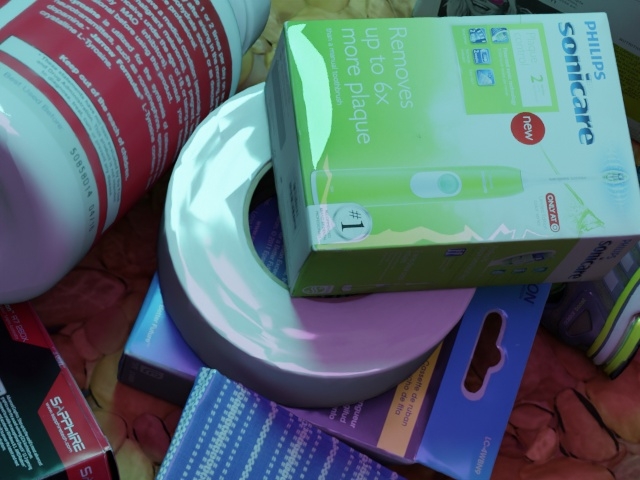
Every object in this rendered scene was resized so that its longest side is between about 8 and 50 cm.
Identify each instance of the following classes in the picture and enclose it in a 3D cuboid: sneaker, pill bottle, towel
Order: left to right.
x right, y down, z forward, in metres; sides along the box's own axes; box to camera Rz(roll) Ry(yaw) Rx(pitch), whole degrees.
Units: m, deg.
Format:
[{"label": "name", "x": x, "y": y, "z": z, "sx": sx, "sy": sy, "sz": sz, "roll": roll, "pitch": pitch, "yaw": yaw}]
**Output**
[{"label": "pill bottle", "x": -0.213, "y": -0.143, "z": 1.594, "sx": 0.229, "sy": 0.229, "sz": 0.407, "roll": 35, "pitch": 45, "yaw": 4}, {"label": "towel", "x": -0.021, "y": 0.286, "z": 1.556, "sx": 0.336, "sy": 0.040, "sz": 0.243, "roll": 34, "pitch": 67, "yaw": -28}, {"label": "sneaker", "x": 0.292, "y": -0.019, "z": 1.700, "sx": 0.121, "sy": 0.111, "sz": 0.300, "roll": 25, "pitch": 105, "yaw": 9}]

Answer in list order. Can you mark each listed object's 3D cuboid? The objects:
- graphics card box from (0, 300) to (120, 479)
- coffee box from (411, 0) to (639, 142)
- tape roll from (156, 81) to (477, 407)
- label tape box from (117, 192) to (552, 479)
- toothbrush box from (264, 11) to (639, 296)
[{"label": "graphics card box", "x": -0.382, "y": 0.197, "z": 1.530, "sx": 0.371, "sy": 0.094, "sz": 0.233, "roll": -21, "pitch": 48, "yaw": -17}, {"label": "coffee box", "x": 0.341, "y": -0.333, "z": 1.756, "sx": 0.338, "sy": 0.334, "sz": 0.337, "roll": 30, "pitch": 69, "yaw": 2}, {"label": "tape roll", "x": 0.000, "y": 0.000, "z": 1.588, "sx": 0.286, "sy": 0.100, "sz": 0.286, "roll": 4, "pitch": 68, "yaw": -9}, {"label": "label tape box", "x": 0.017, "y": 0.071, "z": 1.679, "sx": 0.348, "sy": 0.115, "sz": 0.249, "roll": 22, "pitch": 68, "yaw": -3}, {"label": "toothbrush box", "x": 0.108, "y": -0.073, "z": 1.517, "sx": 0.283, "sy": 0.122, "sz": 0.206, "roll": -2, "pitch": 70, "yaw": -13}]
